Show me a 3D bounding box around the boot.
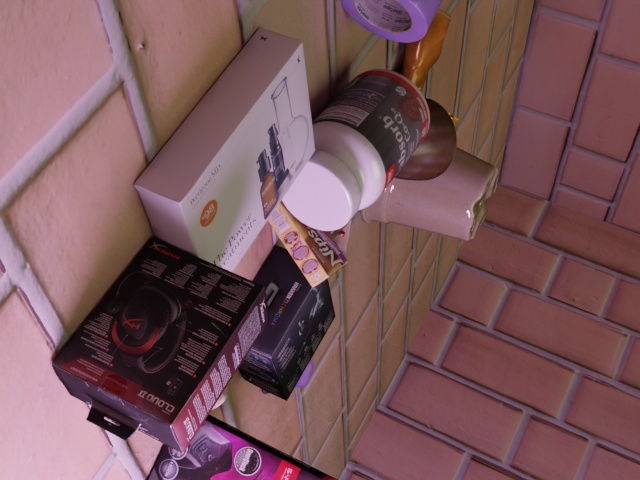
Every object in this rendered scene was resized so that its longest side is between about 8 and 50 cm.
[{"bbox_3d":[0.249,-0.472,2.167,0.295,0.104,0.211,-4,115,-75],"label":"boot"}]

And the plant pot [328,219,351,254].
[{"bbox_3d":[0.000,0.000,2.017,0.109,0.096,0.109,-50,157,-43],"label":"plant pot"}]

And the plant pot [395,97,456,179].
[{"bbox_3d":[0.189,-0.242,2.151,0.230,0.215,0.215,-16,128,-49],"label":"plant pot"}]

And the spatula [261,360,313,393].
[{"bbox_3d":[-0.088,0.376,2.319,0.296,0.030,0.084,-3,113,-70],"label":"spatula"}]

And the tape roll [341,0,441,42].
[{"bbox_3d":[0.140,-0.481,1.701,0.080,0.189,0.189,-62,161,-14],"label":"tape roll"}]

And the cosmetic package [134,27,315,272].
[{"bbox_3d":[-0.144,-0.129,1.465,0.377,0.097,0.284,-58,157,-28],"label":"cosmetic package"}]

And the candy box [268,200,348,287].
[{"bbox_3d":[-0.029,-0.003,1.805,0.053,0.186,0.109,-36,177,28],"label":"candy box"}]

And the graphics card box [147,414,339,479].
[{"bbox_3d":[-0.160,0.515,1.728,0.233,0.371,0.094,-65,162,-4],"label":"graphics card box"}]

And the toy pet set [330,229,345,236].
[{"bbox_3d":[0.007,-0.079,1.944,0.114,0.122,0.065,8,132,-31],"label":"toy pet set"}]

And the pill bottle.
[{"bbox_3d":[0.071,-0.192,1.813,0.363,0.210,0.210,-52,156,-40],"label":"pill bottle"}]

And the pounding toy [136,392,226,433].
[{"bbox_3d":[-0.252,0.229,1.478,0.155,0.154,0.269,-15,125,-68],"label":"pounding toy"}]

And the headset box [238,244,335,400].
[{"bbox_3d":[-0.088,0.185,1.932,0.246,0.131,0.283,-59,160,-23],"label":"headset box"}]

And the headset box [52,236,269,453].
[{"bbox_3d":[-0.245,0.166,1.319,0.293,0.218,0.110,-58,160,-31],"label":"headset box"}]

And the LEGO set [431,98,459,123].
[{"bbox_3d":[0.294,-0.322,2.309,0.087,0.227,0.093,22,108,-31],"label":"LEGO set"}]

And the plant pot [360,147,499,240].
[{"bbox_3d":[0.322,-0.150,2.428,0.334,0.305,0.334,-55,158,-34],"label":"plant pot"}]
